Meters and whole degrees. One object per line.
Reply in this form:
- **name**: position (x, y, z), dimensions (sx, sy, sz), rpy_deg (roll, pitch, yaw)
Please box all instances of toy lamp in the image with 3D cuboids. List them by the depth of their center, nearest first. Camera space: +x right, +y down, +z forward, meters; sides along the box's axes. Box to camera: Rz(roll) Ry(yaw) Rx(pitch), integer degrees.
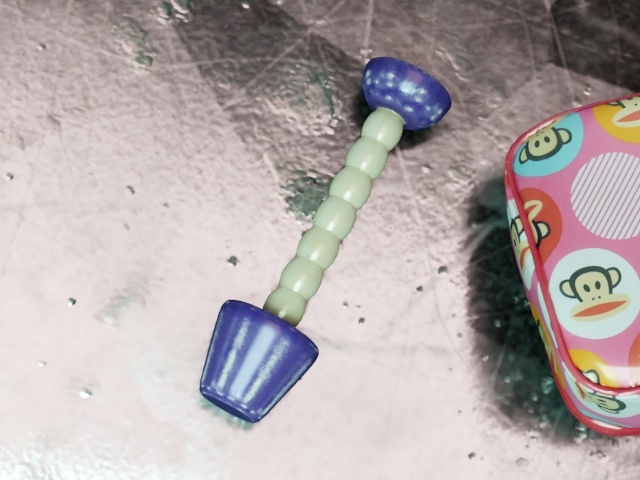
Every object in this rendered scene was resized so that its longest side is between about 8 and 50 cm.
- **toy lamp**: position (0.000, 0.000, 1.015), dimensions (0.080, 0.080, 0.275), rpy_deg (30, 73, 0)

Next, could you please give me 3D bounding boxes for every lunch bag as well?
- **lunch bag**: position (0.287, 0.012, 0.974), dimensions (0.293, 0.120, 0.258), rpy_deg (-15, 60, 5)
